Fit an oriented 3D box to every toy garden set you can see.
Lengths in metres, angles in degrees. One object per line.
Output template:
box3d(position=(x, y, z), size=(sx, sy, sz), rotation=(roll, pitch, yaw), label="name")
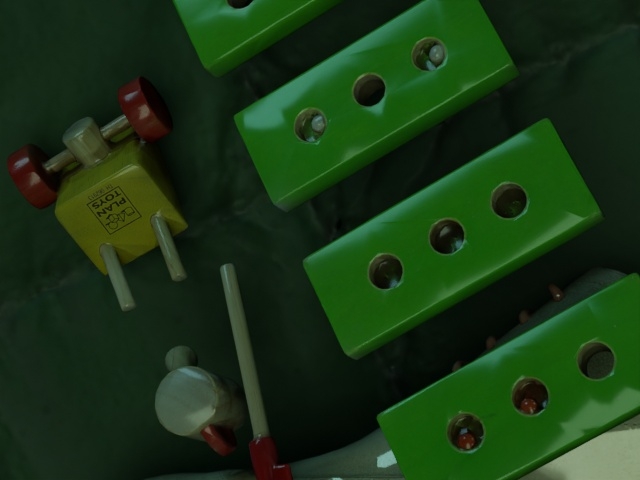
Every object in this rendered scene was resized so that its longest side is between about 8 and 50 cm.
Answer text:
box3d(position=(0.000, 0.000, 0.589), size=(0.203, 0.049, 0.244), rotation=(-30, 68, 11), label="toy garden set")

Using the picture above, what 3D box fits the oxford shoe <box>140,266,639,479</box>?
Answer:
box3d(position=(0.090, 0.093, 0.624), size=(0.396, 0.140, 0.147), rotation=(-5, 72, 8), label="oxford shoe")
